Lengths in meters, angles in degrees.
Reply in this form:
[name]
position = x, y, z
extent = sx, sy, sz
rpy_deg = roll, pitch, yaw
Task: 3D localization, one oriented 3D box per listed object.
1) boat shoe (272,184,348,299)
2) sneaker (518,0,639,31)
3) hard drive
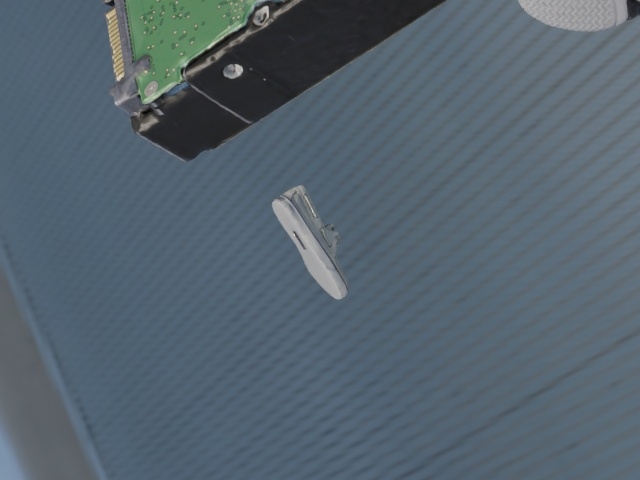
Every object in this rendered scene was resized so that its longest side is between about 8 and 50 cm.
[boat shoe]
position = 0.000, 0.000, 1.388
extent = 0.100, 0.035, 0.035
rpy_deg = 57, 158, -12
[sneaker]
position = 0.295, -0.243, 1.376
extent = 0.101, 0.268, 0.153
rpy_deg = 85, -168, -53
[hard drive]
position = 0.028, -0.215, 0.837
extent = 0.339, 0.064, 0.237
rpy_deg = -31, 51, 24
